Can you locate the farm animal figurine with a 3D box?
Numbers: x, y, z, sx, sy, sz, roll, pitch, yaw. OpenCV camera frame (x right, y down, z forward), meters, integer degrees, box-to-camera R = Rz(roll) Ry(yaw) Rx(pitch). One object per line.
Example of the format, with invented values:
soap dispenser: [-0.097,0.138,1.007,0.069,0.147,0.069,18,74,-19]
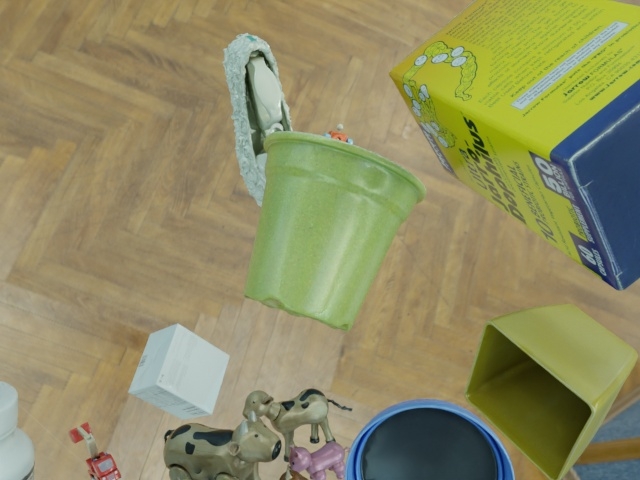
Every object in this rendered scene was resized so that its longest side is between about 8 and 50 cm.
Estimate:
farm animal figurine: [-0.125,0.353,1.073,0.327,0.330,0.172,-8,104,11]

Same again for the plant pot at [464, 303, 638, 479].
plant pot: [0.400,0.229,1.073,0.187,0.212,0.212,-24,47,-27]

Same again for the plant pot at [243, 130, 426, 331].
plant pot: [0.000,0.000,1.018,0.276,0.276,0.254,20,82,-7]

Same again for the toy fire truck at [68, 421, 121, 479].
toy fire truck: [-0.531,0.499,1.489,0.047,0.192,0.135,-23,90,-33]

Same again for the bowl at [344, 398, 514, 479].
bowl: [0.255,0.559,1.503,0.391,0.077,0.391,2,100,9]

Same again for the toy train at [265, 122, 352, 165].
toy train: [-0.027,-0.163,1.186,0.166,0.046,0.125,4,99,-23]

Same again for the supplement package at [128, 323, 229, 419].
supplement package: [-0.408,0.386,1.846,0.203,0.149,0.194,40,46,-31]

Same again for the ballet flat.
ballet flat: [-0.118,-0.240,1.380,0.147,0.147,0.409,-23,111,-23]

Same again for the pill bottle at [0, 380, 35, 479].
pill bottle: [-0.499,0.367,0.894,0.176,0.176,0.318,3,102,-15]

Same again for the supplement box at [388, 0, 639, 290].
supplement box: [0.270,-0.142,0.737,0.195,0.356,0.194,-38,124,0]
